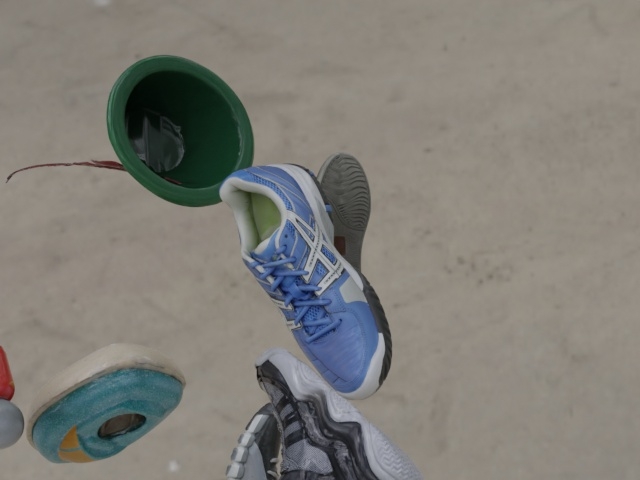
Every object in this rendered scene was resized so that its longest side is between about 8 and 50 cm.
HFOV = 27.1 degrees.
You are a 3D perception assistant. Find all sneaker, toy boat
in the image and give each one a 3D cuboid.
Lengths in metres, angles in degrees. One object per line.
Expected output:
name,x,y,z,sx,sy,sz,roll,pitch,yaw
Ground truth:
sneaker,0.000,0.000,1.715,0.083,0.222,0.118,7,-6,-26
toy boat,-0.362,0.246,1.900,0.267,0.318,0.148,-38,54,28
sneaker,-0.023,0.218,1.339,0.153,0.101,0.268,-48,40,-5
sneaker,-0.056,0.318,1.586,0.132,0.086,0.229,23,84,17
sneaker,-0.017,0.032,1.026,0.081,0.080,0.211,5,50,-52

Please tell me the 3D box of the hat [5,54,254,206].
hat,-0.207,-0.106,1.532,0.183,0.208,0.173,-26,35,54
